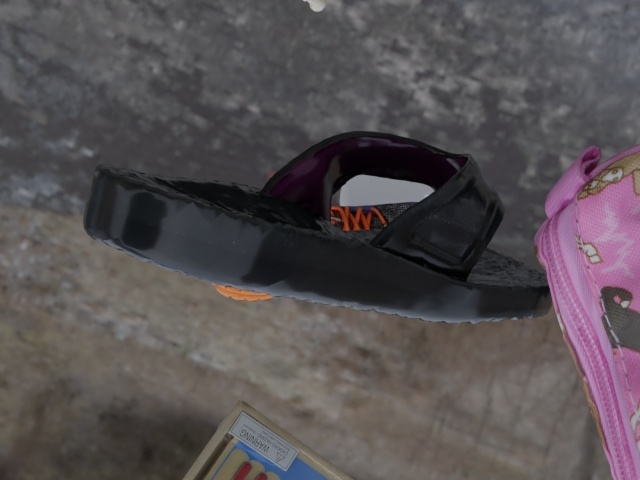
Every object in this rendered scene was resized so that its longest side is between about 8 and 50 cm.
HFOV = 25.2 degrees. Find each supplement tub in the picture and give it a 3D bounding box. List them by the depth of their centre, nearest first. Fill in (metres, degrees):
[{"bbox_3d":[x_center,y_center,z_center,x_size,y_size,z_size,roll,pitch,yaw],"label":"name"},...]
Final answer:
[{"bbox_3d":[0.116,-0.017,1.750,0.144,0.144,0.200,11,159,24],"label":"supplement tub"}]

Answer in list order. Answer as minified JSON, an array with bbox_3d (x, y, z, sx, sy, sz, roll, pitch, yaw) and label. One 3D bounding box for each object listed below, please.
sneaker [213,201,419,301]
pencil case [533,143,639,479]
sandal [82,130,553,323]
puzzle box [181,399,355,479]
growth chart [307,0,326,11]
[{"bbox_3d":[0.000,0.000,1.295,0.221,0.083,0.087,-10,141,5],"label":"sneaker"},{"bbox_3d":[0.225,0.132,0.720,0.160,0.386,0.167,-22,157,25],"label":"pencil case"},{"bbox_3d":[0.038,-0.017,0.915,0.167,0.107,0.446,19,-175,30],"label":"sandal"},{"bbox_3d":[-0.006,0.404,1.613,0.409,0.272,0.052,35,157,0],"label":"puzzle box"},{"bbox_3d":[0.015,-0.335,1.353,0.172,0.237,0.021,41,166,-27],"label":"growth chart"}]
